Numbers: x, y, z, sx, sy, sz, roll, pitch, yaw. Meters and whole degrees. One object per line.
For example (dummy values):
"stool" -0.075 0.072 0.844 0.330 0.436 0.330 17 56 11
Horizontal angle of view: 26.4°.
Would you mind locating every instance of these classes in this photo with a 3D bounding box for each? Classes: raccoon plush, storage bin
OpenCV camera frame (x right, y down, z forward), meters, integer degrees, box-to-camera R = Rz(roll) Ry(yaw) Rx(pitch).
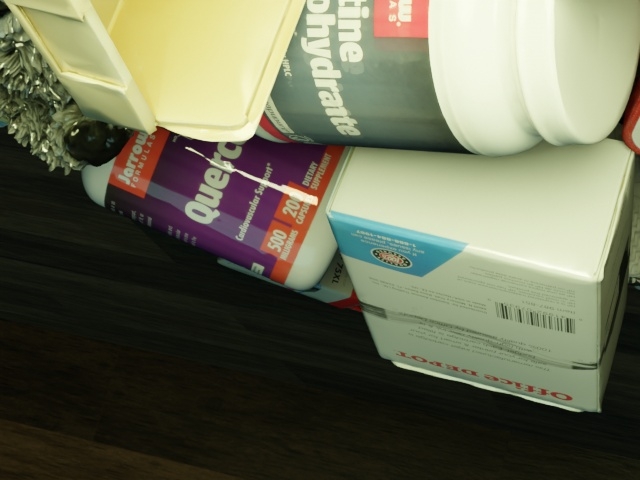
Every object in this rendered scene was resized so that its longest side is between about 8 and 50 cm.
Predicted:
"raccoon plush" -0.309 -0.213 1.173 0.299 0.216 0.446 36 156 -35
"storage bin" -0.075 -0.218 0.784 0.123 0.260 0.262 17 166 10

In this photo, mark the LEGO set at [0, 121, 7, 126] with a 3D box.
"LEGO set" -0.461 -0.151 1.627 0.182 0.060 0.244 -26 157 2

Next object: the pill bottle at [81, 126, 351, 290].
"pill bottle" -0.118 -0.086 1.407 0.323 0.181 0.181 23 165 -1

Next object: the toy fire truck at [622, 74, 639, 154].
"toy fire truck" 0.388 -0.105 0.984 0.302 0.169 0.254 15 141 0

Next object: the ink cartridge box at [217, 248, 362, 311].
"ink cartridge box" 0.000 0.000 1.734 0.231 0.134 0.078 20 164 -20

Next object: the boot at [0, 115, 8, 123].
"boot" -0.274 -0.156 1.555 0.165 0.077 0.213 5 167 34

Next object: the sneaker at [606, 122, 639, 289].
"sneaker" 0.189 -0.062 1.334 0.366 0.137 0.210 33 158 -36

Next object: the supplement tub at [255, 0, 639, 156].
"supplement tub" 0.071 -0.158 0.975 0.272 0.191 0.191 6 162 32

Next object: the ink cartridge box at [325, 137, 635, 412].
"ink cartridge box" 0.150 0.020 1.196 0.223 0.129 0.307 13 157 17
